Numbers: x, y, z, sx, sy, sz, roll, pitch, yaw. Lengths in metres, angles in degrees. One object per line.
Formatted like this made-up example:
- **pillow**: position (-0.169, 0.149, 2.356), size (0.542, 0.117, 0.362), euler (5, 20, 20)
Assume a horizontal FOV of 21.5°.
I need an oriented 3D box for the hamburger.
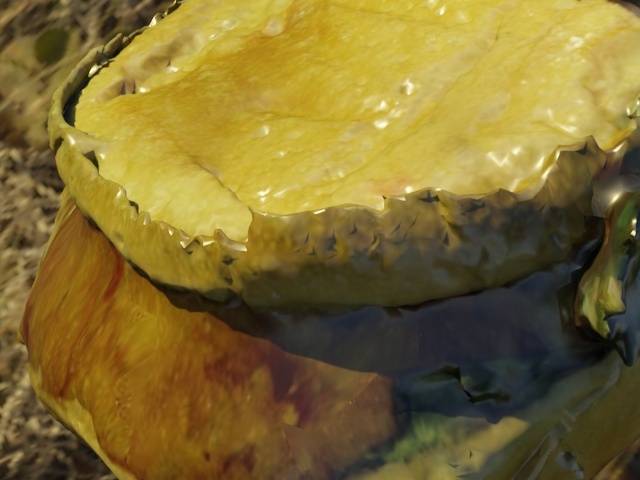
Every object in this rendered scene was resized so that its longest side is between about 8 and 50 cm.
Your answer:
- **hamburger**: position (0.000, 0.000, 0.563), size (0.211, 0.309, 0.132), euler (-29, 120, -14)
